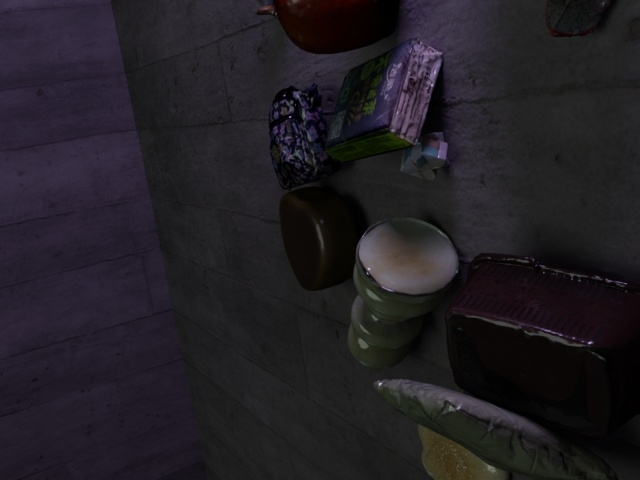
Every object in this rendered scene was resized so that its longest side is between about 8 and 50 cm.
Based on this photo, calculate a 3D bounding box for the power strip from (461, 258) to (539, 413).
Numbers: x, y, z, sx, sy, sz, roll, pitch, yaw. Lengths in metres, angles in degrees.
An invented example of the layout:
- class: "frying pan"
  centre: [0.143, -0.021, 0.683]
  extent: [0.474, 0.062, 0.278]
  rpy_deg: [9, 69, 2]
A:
- class: "power strip"
  centre: [0.297, 0.184, 1.131]
  extent: [0.092, 0.066, 0.388]
  rpy_deg: [35, 136, 35]

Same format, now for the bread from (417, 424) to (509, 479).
- class: "bread"
  centre: [0.264, 0.411, 1.335]
  extent: [0.250, 0.038, 0.182]
  rpy_deg: [18, 119, 59]

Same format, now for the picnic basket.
- class: "picnic basket"
  centre: [0.299, 0.150, 0.950]
  extent: [0.296, 0.129, 0.223]
  rpy_deg: [12, 123, 43]

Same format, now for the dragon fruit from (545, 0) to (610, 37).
- class: "dragon fruit"
  centre: [0.318, -0.295, 0.864]
  extent: [0.060, 0.056, 0.083]
  rpy_deg: [-102, 24, -49]

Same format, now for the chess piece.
- class: "chess piece"
  centre: [0.131, 0.127, 1.312]
  extent: [0.182, 0.182, 0.330]
  rpy_deg: [56, 153, 32]

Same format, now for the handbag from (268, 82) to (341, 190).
- class: "handbag"
  centre: [-0.044, -0.225, 1.502]
  extent: [0.228, 0.126, 0.208]
  rpy_deg: [165, 89, -71]

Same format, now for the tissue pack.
- class: "tissue pack"
  centre: [0.101, -0.235, 1.213]
  extent: [0.235, 0.073, 0.174]
  rpy_deg: [-3, 68, 63]

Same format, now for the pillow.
- class: "pillow"
  centre: [0.238, 0.283, 1.022]
  extent: [0.076, 0.280, 0.274]
  rpy_deg: [-66, 13, -14]

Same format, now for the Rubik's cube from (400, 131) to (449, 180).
- class: "Rubik's cube"
  centre: [0.181, -0.149, 1.171]
  extent: [0.073, 0.084, 0.075]
  rpy_deg: [113, 153, -55]

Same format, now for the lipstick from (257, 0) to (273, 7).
- class: "lipstick"
  centre: [-0.065, -0.642, 1.380]
  extent: [0.076, 0.079, 0.372]
  rpy_deg: [57, 148, 33]

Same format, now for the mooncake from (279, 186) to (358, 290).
- class: "mooncake"
  centre: [0.000, 0.000, 1.540]
  extent: [0.235, 0.117, 0.235]
  rpy_deg: [44, 143, 46]

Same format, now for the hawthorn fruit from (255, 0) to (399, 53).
- class: "hawthorn fruit"
  centre: [0.015, -0.405, 1.167]
  extent: [0.215, 0.249, 0.216]
  rpy_deg: [-19, -90, -87]
